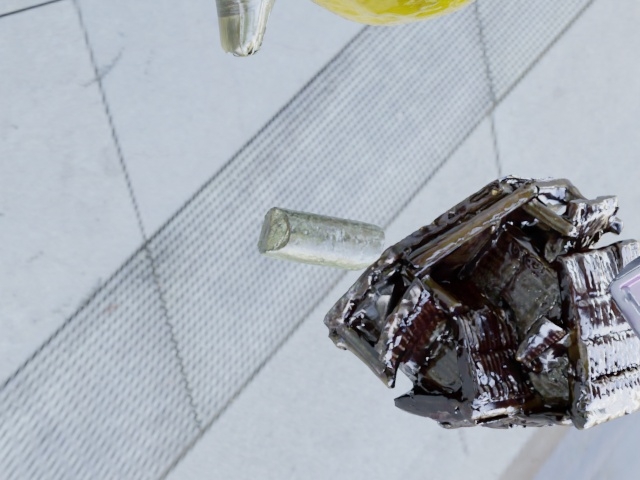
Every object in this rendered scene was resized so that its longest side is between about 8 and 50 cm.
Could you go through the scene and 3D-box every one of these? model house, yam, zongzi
[{"bbox_3d":[0.233,0.098,1.272,0.317,0.282,0.297,0,131,-45],"label":"model house"},{"bbox_3d":[0.000,0.000,0.854,0.094,0.043,0.043,10,90,-25],"label":"yam"},{"bbox_3d":[-0.041,-0.178,0.810,0.083,0.040,0.076,-24,118,-39],"label":"zongzi"}]

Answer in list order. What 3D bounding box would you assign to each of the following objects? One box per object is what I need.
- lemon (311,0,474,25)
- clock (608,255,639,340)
[{"bbox_3d":[0.061,-0.317,0.969,0.310,0.253,0.254,24,82,-39],"label":"lemon"},{"bbox_3d":[0.366,0.043,0.941,0.145,0.193,0.073,57,25,4],"label":"clock"}]
